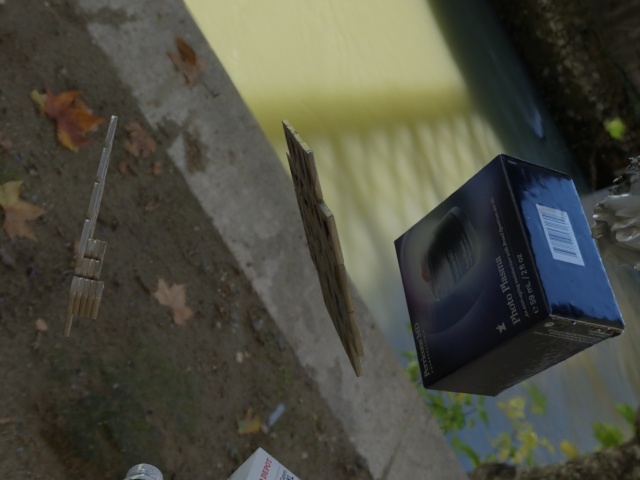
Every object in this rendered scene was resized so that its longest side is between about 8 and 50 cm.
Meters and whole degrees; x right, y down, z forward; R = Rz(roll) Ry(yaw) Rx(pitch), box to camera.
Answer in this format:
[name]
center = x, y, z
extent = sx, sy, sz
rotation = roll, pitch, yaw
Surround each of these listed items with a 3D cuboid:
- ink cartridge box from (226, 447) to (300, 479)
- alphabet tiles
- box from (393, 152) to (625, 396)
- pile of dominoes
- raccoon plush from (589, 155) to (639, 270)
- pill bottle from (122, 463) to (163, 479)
[ink cartridge box]
center = -0.052, 0.465, 1.212
extent = 0.237, 0.100, 0.172
rotation = 40, 12, -3
[alphabet tiles]
center = 0.000, 0.000, 0.986
extent = 0.342, 0.011, 0.285
rotation = -118, -165, -70
[box]
center = 0.295, 0.069, 1.290
extent = 0.182, 0.294, 0.296
rotation = 12, 54, -30
[pile of dominoes]
center = -0.297, -0.013, 1.043
extent = 0.040, 0.196, 0.251
rotation = 13, 54, -14
[raccoon plush]
center = 0.404, -0.147, 0.808
extent = 0.216, 0.446, 0.299
rotation = 45, 0, 25
[pill bottle]
center = -0.224, 0.328, 0.938
extent = 0.065, 0.065, 0.116
rotation = 55, 11, -20
